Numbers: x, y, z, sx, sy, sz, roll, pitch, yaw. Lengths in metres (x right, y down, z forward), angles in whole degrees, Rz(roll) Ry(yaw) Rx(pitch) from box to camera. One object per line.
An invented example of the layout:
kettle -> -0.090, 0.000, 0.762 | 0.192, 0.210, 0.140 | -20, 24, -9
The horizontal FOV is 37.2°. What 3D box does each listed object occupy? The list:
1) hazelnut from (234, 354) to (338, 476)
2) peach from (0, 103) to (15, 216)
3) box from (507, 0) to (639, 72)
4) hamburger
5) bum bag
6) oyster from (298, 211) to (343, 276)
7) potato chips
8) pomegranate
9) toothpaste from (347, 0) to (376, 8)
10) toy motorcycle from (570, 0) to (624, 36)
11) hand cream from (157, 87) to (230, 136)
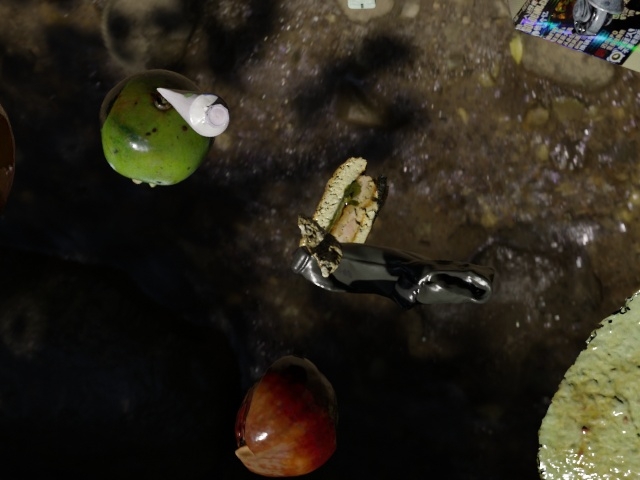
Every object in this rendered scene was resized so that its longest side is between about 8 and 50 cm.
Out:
hazelnut -> -0.052, 0.259, 1.411 | 0.161, 0.170, 0.201 | -8, 134, 13
peach -> -0.542, -0.075, 1.176 | 0.308, 0.308, 0.332 | 17, 94, -1
box -> 0.457, -0.358, 1.390 | 0.310, 0.084, 0.198 | 14, 139, -19
hamburger -> 0.047, -0.039, 1.948 | 0.124, 0.131, 0.262 | 26, 80, 5
bum bag -> 0.086, 0.048, 1.279 | 0.326, 0.142, 0.079 | 8, 89, 42
oyster -> 0.000, 0.000, 1.191 | 0.038, 0.080, 0.083 | -26, 99, 12
potato chips -> 0.214, 0.087, 0.542 | 0.142, 0.026, 0.209 | 23, 92, 26
pomegranate -> -0.264, -0.163, 1.506 | 0.187, 0.187, 0.225 | 28, 147, -7
toothpaste -> 0.062, -0.454, 1.548 | 0.048, 0.029, 0.197 | -2, 145, 5
toy motorcycle -> 0.293, -0.342, 1.044 | 0.091, 0.263, 0.157 | 7, 134, -12
hand cream -> -0.155, -0.164, 1.212 | 0.084, 0.142, 0.053 | 44, 81, -27
